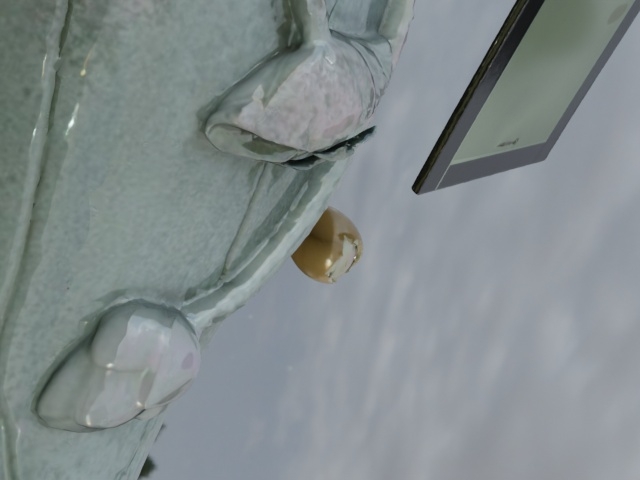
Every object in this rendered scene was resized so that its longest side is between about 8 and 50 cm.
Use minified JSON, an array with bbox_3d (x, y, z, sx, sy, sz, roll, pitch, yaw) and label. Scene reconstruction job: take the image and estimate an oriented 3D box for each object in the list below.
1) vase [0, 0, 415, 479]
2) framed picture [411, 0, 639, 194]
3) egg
[{"bbox_3d":[-0.103,-0.032,0.405,0.250,0.250,0.445,156,-51,-78],"label":"vase"},{"bbox_3d":[0.241,-0.198,0.941,0.265,0.016,0.347,-18,144,-46],"label":"framed picture"},{"bbox_3d":[0.000,0.000,1.061,0.080,0.096,0.080,-43,162,-18],"label":"egg"}]
